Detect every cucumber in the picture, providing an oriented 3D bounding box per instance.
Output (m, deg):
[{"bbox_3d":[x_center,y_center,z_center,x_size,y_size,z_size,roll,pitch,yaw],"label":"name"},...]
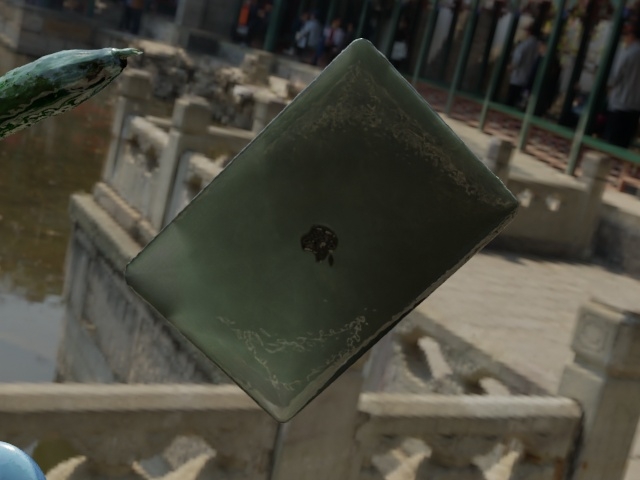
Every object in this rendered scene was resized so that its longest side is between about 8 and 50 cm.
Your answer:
[{"bbox_3d":[-0.180,-0.090,0.640,0.155,0.037,0.037,-22,3,16],"label":"cucumber"}]

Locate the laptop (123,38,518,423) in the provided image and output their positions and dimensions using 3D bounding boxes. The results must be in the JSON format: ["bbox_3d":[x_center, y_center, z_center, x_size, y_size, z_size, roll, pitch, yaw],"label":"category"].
[{"bbox_3d":[0.000,0.000,0.817,0.187,0.269,0.015,45,10,-11],"label":"laptop"}]

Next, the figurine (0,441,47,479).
[{"bbox_3d":[-0.232,0.225,0.582,0.261,0.180,0.154,-14,-33,12],"label":"figurine"}]
